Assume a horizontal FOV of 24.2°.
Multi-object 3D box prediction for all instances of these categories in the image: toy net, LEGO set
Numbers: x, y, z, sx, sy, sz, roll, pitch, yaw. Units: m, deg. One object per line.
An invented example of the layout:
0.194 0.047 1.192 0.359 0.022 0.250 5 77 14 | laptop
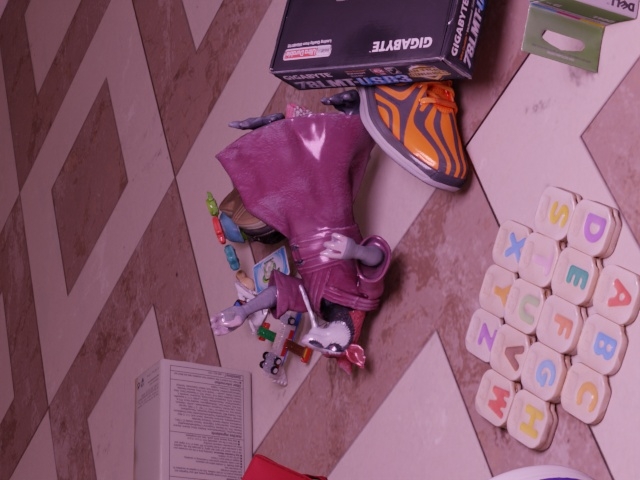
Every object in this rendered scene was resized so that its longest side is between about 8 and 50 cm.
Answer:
-0.121 0.033 2.329 0.122 0.045 0.232 68 -178 -63 | toy net
-0.032 0.093 2.188 0.244 0.060 0.182 -34 55 35 | LEGO set

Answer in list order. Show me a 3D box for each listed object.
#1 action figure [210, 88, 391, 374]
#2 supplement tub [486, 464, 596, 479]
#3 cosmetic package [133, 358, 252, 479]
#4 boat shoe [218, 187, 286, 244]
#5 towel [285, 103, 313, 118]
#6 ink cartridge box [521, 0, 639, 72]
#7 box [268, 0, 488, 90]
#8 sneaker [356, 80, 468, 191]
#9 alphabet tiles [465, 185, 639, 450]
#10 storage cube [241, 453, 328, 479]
0.000 0.000 2.022 0.248 0.276 0.370 -13 93 36 | action figure
0.242 0.390 1.358 0.241 0.241 0.331 -67 30 21 | supplement tub
-0.193 0.348 2.260 0.113 0.160 0.309 -37 48 53 | cosmetic package
-0.078 -0.041 2.213 0.103 0.092 0.285 -50 13 -7 | boat shoe
-0.027 -0.113 2.269 0.197 0.029 0.144 47 122 56 | towel
0.298 -0.303 1.659 0.062 0.109 0.209 1 81 62 | ink cartridge box
0.090 -0.342 1.898 0.295 0.073 0.293 2 71 44 | box
0.135 -0.221 1.915 0.180 0.125 0.321 -49 48 27 | sneaker
0.253 0.085 1.687 0.278 0.021 0.284 32 107 60 | alphabet tiles
-0.013 0.401 1.840 0.193 0.184 0.215 8 68 62 | storage cube
